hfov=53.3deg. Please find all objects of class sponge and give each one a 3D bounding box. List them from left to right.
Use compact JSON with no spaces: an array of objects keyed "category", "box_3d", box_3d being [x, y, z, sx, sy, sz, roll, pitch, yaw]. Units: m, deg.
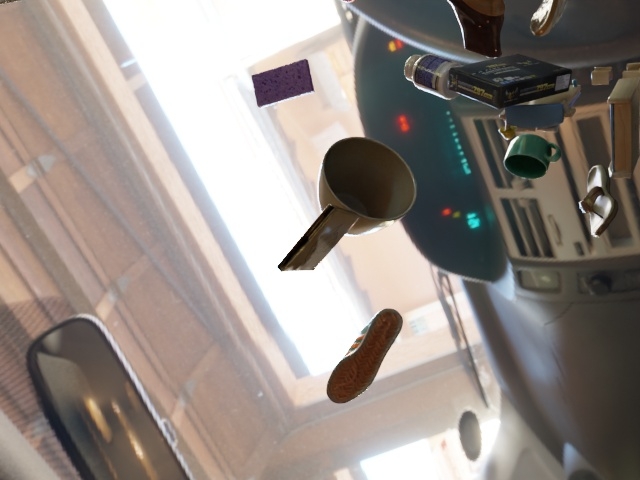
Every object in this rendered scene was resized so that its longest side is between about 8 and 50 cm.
[{"category":"sponge","box_3d":[-0.132,-0.544,2.213,0.031,0.210,0.117,-18,-85,-72]}]

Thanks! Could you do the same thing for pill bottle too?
[{"category":"pill bottle","box_3d":[0.350,-0.513,1.969,0.187,0.112,0.112,38,163,45]}]

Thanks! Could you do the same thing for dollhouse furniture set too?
[{"category":"dollhouse furniture set","box_3d":[0.639,-0.301,1.612,0.286,0.303,0.198,-45,-50,-44]}]

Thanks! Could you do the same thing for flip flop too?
[{"category":"flip flop","box_3d":[0.782,-0.118,1.824,0.112,0.080,0.277,110,176,-49]}]

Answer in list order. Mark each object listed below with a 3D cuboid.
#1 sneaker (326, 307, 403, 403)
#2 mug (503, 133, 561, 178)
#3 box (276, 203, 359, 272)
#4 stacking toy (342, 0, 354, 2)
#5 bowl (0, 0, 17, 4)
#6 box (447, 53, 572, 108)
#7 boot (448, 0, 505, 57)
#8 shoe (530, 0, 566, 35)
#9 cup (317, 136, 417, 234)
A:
[{"category":"sneaker","box_3d":[0.126,0.321,1.767,0.108,0.302,0.121,37,176,8]},{"category":"mug","box_3d":[0.648,-0.260,1.936,0.129,0.158,0.097,65,-136,-59]},{"category":"box","box_3d":[0.000,0.000,1.305,0.021,0.164,0.201,43,-170,13]},{"category":"stacking toy","box_3d":[0.112,-0.839,1.885,0.141,0.141,0.330,56,-137,-59]},{"category":"bowl","box_3d":[-0.597,-0.575,1.322,0.298,0.298,0.134,-95,-6,-66]},{"category":"box","box_3d":[0.455,-0.390,1.542,0.183,0.233,0.059,41,140,50]},{"category":"boot","box_3d":[0.383,-0.609,1.722,0.248,0.090,0.207,32,152,36]},{"category":"shoe","box_3d":[0.545,-0.545,1.481,0.058,0.076,0.219,31,-121,-10]},{"category":"cup","box_3d":[0.124,-0.147,2.140,0.237,0.331,0.331,-56,47,54]}]
